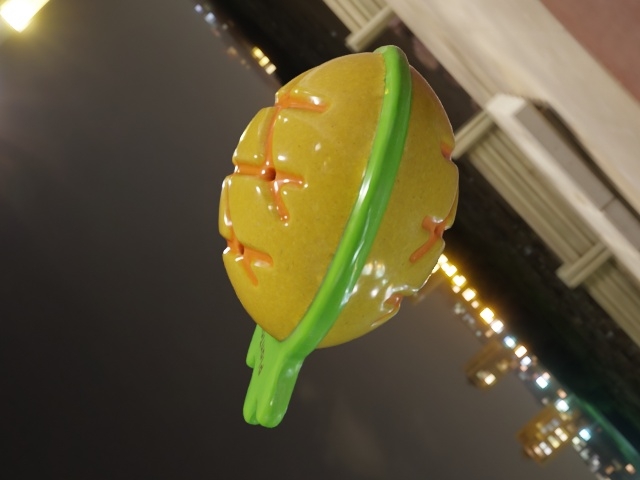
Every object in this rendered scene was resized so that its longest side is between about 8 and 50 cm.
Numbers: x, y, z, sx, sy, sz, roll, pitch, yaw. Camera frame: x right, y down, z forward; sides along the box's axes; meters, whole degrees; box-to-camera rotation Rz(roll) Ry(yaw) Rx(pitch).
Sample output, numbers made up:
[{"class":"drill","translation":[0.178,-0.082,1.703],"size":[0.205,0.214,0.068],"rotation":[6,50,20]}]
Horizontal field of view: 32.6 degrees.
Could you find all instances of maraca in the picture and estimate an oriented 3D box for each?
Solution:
[{"class":"maraca","translation":[0.000,0.000,0.489],"size":[0.099,0.185,0.127],"rotation":[19,-151,-9]}]
